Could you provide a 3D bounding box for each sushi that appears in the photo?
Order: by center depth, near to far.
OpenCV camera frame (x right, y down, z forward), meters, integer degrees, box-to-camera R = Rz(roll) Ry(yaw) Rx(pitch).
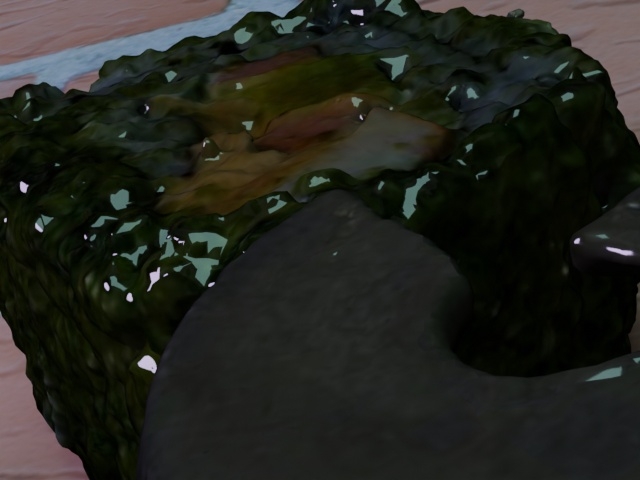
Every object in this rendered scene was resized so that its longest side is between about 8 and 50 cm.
[{"bbox_3d":[0.000,0.000,0.811,0.294,0.178,0.352,-22,25,-17],"label":"sushi"}]

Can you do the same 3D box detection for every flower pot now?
[{"bbox_3d":[0.092,0.125,0.457,0.379,0.251,0.379,-11,28,6],"label":"flower pot"}]
